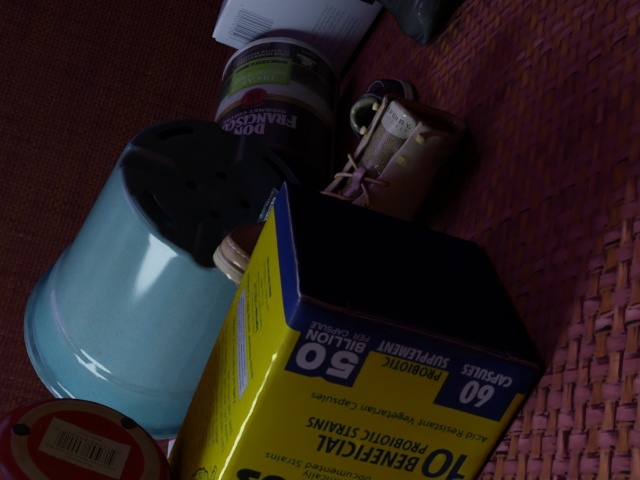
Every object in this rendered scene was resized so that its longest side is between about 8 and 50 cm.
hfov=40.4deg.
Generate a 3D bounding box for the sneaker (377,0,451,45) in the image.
[{"bbox_3d":[0.093,-0.338,1.123,0.286,0.130,0.109,-104,36,-61],"label":"sneaker"}]

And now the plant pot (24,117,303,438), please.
[{"bbox_3d":[-0.190,0.039,1.176,0.334,0.341,0.341,-54,23,41],"label":"plant pot"}]

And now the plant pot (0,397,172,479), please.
[{"bbox_3d":[-0.236,0.253,0.775,0.191,0.191,0.174,-102,35,-62],"label":"plant pot"}]

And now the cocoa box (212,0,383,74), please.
[{"bbox_3d":[-0.001,-0.472,1.411,0.347,0.231,0.228,130,155,-54],"label":"cocoa box"}]

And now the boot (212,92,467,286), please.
[{"bbox_3d":[0.028,-0.047,0.859,0.095,0.262,0.203,47,123,30],"label":"boot"}]

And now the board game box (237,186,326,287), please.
[{"bbox_3d":[0.000,0.000,0.992,0.026,0.186,0.126,43,120,37],"label":"board game box"}]

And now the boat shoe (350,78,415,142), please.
[{"bbox_3d":[0.074,-0.156,1.085,0.223,0.073,0.080,-98,29,-58],"label":"boat shoe"}]

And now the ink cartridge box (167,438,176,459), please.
[{"bbox_3d":[-0.179,0.369,1.299,0.175,0.072,0.127,-100,-3,-61],"label":"ink cartridge box"}]

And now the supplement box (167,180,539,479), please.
[{"bbox_3d":[-0.001,0.165,0.755,0.195,0.194,0.356,-100,31,-60],"label":"supplement box"}]

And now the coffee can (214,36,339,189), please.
[{"bbox_3d":[-0.073,-0.160,1.375,0.201,0.201,0.275,122,160,-43],"label":"coffee can"}]
